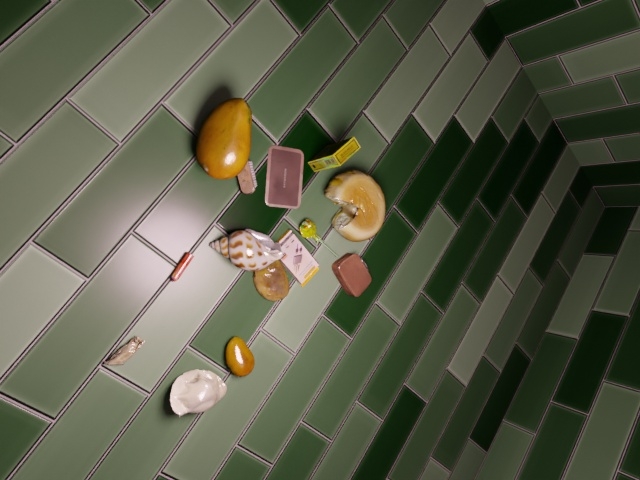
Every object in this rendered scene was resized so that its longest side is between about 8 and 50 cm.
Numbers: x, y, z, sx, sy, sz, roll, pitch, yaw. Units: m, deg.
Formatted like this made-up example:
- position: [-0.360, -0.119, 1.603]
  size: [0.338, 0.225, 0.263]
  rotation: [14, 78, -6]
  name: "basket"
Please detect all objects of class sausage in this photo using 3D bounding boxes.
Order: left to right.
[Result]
- position: [-0.538, 0.106, 1.743]
  size: [0.034, 0.034, 0.129]
  rotation: [40, 73, -27]
  name: "sausage"

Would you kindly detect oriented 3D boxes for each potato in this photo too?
- position: [-0.196, 0.165, 1.931]
  size: [0.164, 0.081, 0.200]
  rotation: [-29, 109, -28]
  name: "potato"

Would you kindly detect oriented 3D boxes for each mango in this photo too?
- position: [-0.361, -0.389, 1.723]
  size: [0.173, 0.212, 0.316]
  rotation: [10, 98, -65]
  name: "mango"
- position: [-0.337, 0.481, 1.856]
  size: [0.111, 0.090, 0.163]
  rotation: [-40, 102, -36]
  name: "mango"

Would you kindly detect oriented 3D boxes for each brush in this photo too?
- position: [-0.321, -0.350, 1.841]
  size: [0.065, 0.070, 0.327]
  rotation: [-28, 105, -64]
  name: "brush"

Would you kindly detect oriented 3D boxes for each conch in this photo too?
- position: [-0.299, 0.038, 1.823]
  size: [0.275, 0.182, 0.148]
  rotation: [29, 105, -13]
  name: "conch"

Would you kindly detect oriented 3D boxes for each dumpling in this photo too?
- position: [-0.478, 0.586, 1.767]
  size: [0.216, 0.126, 0.166]
  rotation: [-18, 75, -21]
  name: "dumpling"

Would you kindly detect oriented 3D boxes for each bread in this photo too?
- position: [0.158, -0.160, 2.082]
  size: [0.333, 0.160, 0.332]
  rotation: [-3, 96, -32]
  name: "bread"

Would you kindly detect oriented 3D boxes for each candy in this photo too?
- position: [-0.002, 0.001, 2.058]
  size: [0.077, 0.073, 0.262]
  rotation: [-47, 123, -1]
  name: "candy"

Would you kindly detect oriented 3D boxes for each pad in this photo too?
- position: [-0.156, -0.275, 1.976]
  size: [0.176, 0.002, 0.265]
  rotation: [4, 90, -31]
  name: "pad"

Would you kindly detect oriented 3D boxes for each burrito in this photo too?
- position: [-0.710, 0.411, 1.649]
  size: [0.149, 0.041, 0.055]
  rotation: [-42, 99, -19]
  name: "burrito"

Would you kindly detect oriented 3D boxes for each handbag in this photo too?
- position: [0.154, 0.158, 2.149]
  size: [0.151, 0.072, 0.193]
  rotation: [-39, 110, -24]
  name: "handbag"

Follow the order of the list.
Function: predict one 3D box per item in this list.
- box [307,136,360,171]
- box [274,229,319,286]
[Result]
- position: [0.056, -0.373, 1.974]
  size: [0.141, 0.220, 0.064]
  rotation: [-45, 113, -23]
  name: "box"
- position: [-0.105, 0.081, 2.007]
  size: [0.129, 0.033, 0.247]
  rotation: [-48, 115, -21]
  name: "box"
